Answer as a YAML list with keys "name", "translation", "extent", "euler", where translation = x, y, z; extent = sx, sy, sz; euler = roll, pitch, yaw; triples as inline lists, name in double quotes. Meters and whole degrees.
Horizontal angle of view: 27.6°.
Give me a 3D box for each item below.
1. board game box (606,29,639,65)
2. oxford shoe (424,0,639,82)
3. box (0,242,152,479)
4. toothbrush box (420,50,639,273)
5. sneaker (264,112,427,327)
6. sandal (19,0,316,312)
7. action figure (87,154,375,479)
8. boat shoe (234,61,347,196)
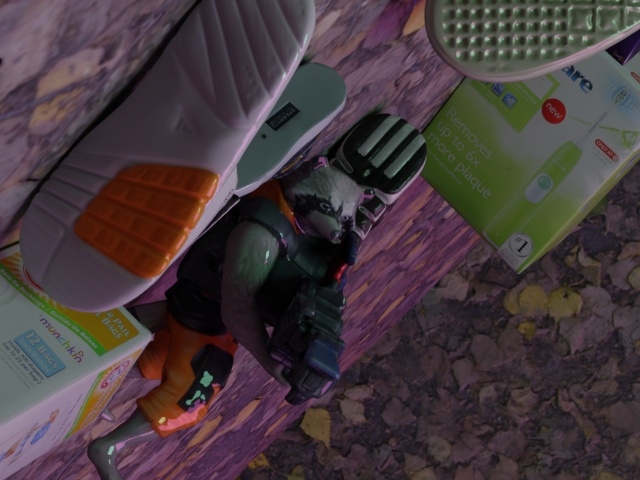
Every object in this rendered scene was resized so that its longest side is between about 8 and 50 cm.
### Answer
- name: "board game box"
  translation: [0.286, -0.270, 1.274]
  extent: [0.048, 0.141, 0.170]
  euler: [-40, 168, -21]
- name: "oxford shoe"
  translation: [0.269, -0.297, 1.114]
  extent: [0.449, 0.169, 0.130]
  euler: [-44, -172, -4]
- name: "box"
  translation: [-0.228, 0.092, 0.854]
  extent: [0.203, 0.114, 0.103]
  euler: [-30, 161, -52]
- name: "toothbrush box"
  translation: [0.267, -0.135, 1.536]
  extent: [0.122, 0.206, 0.283]
  euler: [-29, 162, -51]
- name: "sneaker"
  translation: [0.000, 0.000, 1.361]
  extent: [0.281, 0.106, 0.162]
  euler: [-42, 172, -11]
- name: "sandal"
  translation: [-0.085, -0.058, 0.846]
  extent: [0.265, 0.102, 0.076]
  euler: [-48, 165, 12]
- name: "action figure"
  translation: [-0.085, 0.061, 1.092]
  extent: [0.330, 0.178, 0.341]
  euler: [-47, -171, 2]
- name: "boat shoe"
  translation: [-0.053, -0.066, 1.021]
  extent: [0.183, 0.065, 0.083]
  euler: [-37, 168, -35]
